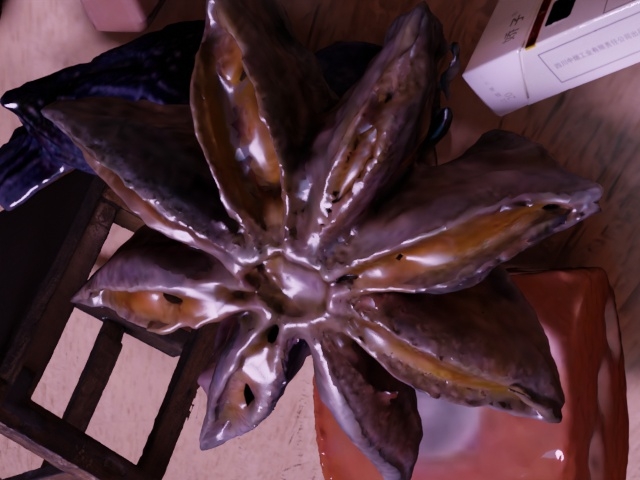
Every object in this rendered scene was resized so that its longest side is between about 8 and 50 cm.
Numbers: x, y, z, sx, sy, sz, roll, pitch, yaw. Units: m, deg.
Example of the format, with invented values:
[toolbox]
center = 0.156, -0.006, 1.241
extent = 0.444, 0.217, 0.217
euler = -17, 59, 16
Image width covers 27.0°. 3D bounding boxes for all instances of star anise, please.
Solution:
[star anise]
center = -0.002, 0.000, 0.744
extent = 0.331, 0.117, 0.332
euler = 9, 118, 17

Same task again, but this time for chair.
[chair]
center = -0.245, 0.046, 0.986
extent = 0.416, 0.241, 0.203
euler = 38, 144, -27

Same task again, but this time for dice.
[dice]
center = 0.105, 0.105, 0.887
extent = 0.175, 0.174, 0.179
euler = -4, 178, 23

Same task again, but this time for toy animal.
[toy animal]
center = -0.072, -0.066, 0.871
extent = 0.298, 0.122, 0.185
euler = 8, 148, 5

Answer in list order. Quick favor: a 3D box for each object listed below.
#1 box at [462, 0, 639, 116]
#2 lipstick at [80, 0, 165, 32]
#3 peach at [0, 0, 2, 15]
[box]
center = 0.152, -0.123, 0.686
extent = 0.154, 0.084, 0.040
euler = -18, 127, 44
[lipstick]
center = -0.140, -0.194, 0.807
extent = 0.045, 0.045, 0.145
euler = 8, 142, 26
[peach]
center = -0.312, -0.159, 0.891
extent = 0.190, 0.226, 0.196
euler = 48, -169, 22
